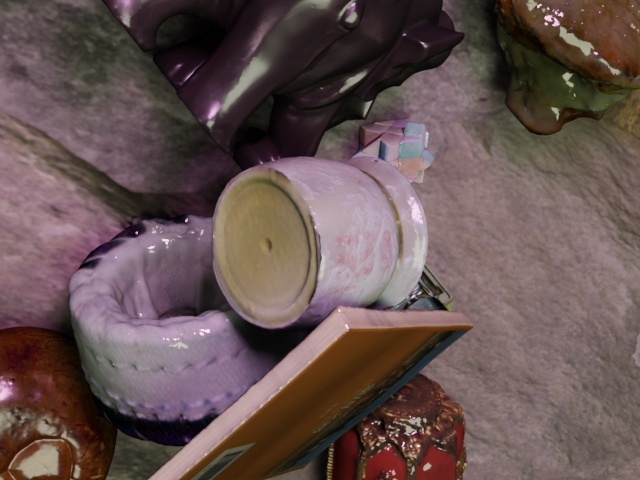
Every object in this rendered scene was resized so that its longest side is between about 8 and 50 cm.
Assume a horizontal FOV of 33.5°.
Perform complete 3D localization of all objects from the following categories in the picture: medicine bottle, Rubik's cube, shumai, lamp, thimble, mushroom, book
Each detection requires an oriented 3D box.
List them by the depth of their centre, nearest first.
[{"bbox_3d":[0.000,0.000,0.919,0.143,0.147,0.147,-9,125,-46],"label":"medicine bottle"},{"bbox_3d":[-0.004,0.156,1.004,0.262,0.028,0.374,-43,162,14],"label":"book"},{"bbox_3d":[-0.119,0.081,1.036,0.237,0.237,0.150,-17,125,-18],"label":"thimble"},{"bbox_3d":[-0.293,0.197,1.071,0.194,0.138,0.231,-40,129,-1],"label":"mushroom"},{"bbox_3d":[0.240,-0.252,1.103,0.222,0.203,0.272,-14,89,-22],"label":"shumai"},{"bbox_3d":[0.079,-0.087,1.136,0.084,0.073,0.075,-26,127,-15],"label":"Rubik's cube"},{"bbox_3d":[0.091,0.290,1.318,0.177,0.177,0.274,-13,124,-21],"label":"lamp"}]

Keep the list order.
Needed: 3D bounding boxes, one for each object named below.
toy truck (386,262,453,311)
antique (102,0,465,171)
[{"bbox_3d":[0.026,0.128,1.213,0.259,0.128,0.135,-31,142,-8],"label":"toy truck"},{"bbox_3d":[-0.015,-0.188,0.942,0.255,0.185,0.322,-40,155,-3],"label":"antique"}]
